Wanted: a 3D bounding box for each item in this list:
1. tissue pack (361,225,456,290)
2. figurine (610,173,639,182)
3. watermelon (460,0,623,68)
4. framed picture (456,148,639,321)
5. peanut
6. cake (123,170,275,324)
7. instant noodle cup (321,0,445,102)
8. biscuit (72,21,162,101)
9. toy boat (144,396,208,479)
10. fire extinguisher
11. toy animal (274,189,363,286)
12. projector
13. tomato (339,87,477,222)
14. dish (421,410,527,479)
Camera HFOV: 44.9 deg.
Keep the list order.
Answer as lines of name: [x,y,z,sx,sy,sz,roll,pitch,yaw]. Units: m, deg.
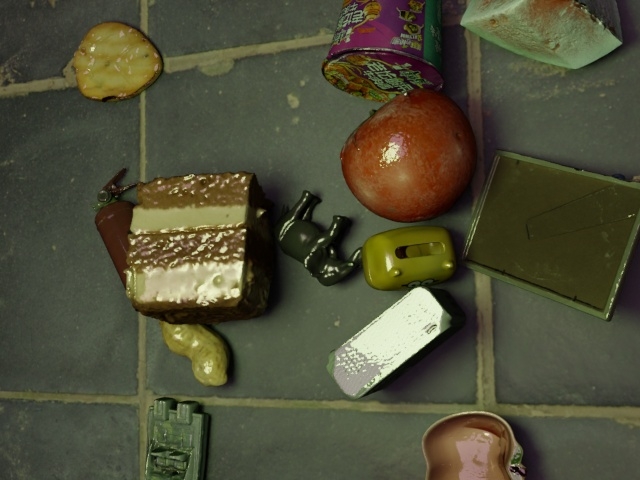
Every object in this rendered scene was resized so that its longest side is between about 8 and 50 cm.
tissue pack: [0.176,0.034,1.515,0.178,0.127,0.123,-6,80,-15]
figurine: [0.585,-0.088,1.406,0.195,0.111,0.102,-23,81,17]
watermelon: [0.397,-0.471,1.457,0.289,0.213,0.320,-9,94,22]
framed picture: [0.423,-0.022,1.439,0.335,0.022,0.247,22,96,45]
peanut: [-0.276,0.231,1.720,0.103,0.098,0.229,-43,68,-14]
cake: [-0.235,0.021,1.611,0.282,0.256,0.290,-4,77,10]
instant noodle cup: [0.137,-0.410,1.550,0.251,0.251,0.190,5,78,22]
biscuit: [-0.498,-0.432,1.898,0.260,0.041,0.203,9,86,21]
toy boat: [-0.329,0.514,1.725,0.141,0.092,0.320,3,88,23]
fire extinguisher: [-0.432,-0.011,1.809,0.147,0.106,0.337,-26,76,-8]
toy animal: [0.004,0.002,1.638,0.245,0.114,0.146,36,93,42]
projector: [0.150,0.193,1.507,0.250,0.198,0.108,-41,73,13]
tomato: [0.175,-0.156,1.495,0.265,0.265,0.265,-2,85,21]
dish: [0.303,0.426,1.488,0.213,0.090,0.213,-2,85,24]
